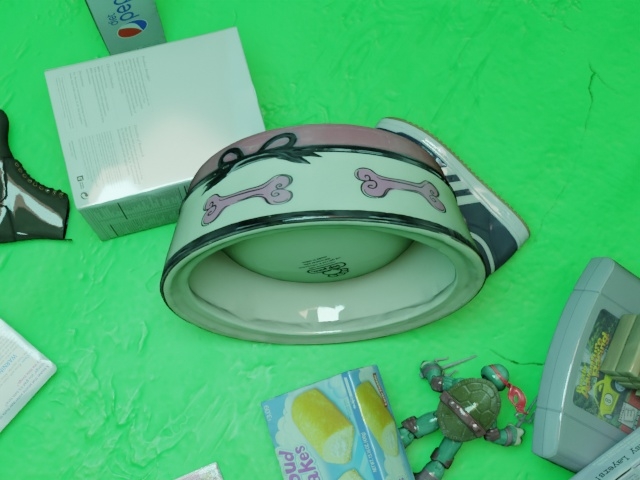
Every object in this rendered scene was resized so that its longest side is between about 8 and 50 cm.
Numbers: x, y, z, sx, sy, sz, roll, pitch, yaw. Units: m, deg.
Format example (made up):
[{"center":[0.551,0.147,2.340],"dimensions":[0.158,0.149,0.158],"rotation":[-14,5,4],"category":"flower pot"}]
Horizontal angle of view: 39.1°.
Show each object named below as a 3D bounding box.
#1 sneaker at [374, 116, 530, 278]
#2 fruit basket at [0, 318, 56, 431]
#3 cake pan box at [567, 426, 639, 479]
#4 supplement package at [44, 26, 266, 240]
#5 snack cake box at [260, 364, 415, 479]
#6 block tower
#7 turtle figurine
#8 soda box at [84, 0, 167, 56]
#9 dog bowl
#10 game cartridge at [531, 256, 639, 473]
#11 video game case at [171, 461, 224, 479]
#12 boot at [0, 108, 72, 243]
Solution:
[{"center":[0.158,-0.046,1.320],"dimensions":[0.282,0.099,0.153],"rotation":[41,76,2],"category":"sneaker"},{"center":[-0.598,0.179,1.213],"dimensions":[0.353,0.165,0.327],"rotation":[43,78,-11],"category":"fruit basket"},{"center":[0.429,0.401,1.215],"dimensions":[0.266,0.070,0.246],"rotation":[-34,108,-9],"category":"cake pan box"},{"center":[-0.216,-0.142,1.263],"dimensions":[0.262,0.198,0.199],"rotation":[-15,79,-7],"category":"supplement package"},{"center":[0.037,0.316,1.204],"dimensions":[0.152,0.089,0.264],"rotation":[-24,78,27],"category":"snack cake box"},{"center":[0.545,0.226,1.236],"dimensions":[0.335,0.091,0.097],"rotation":[33,73,-16],"category":"block tower"},{"center":[0.194,0.237,1.256],"dimensions":[0.234,0.118,0.175],"rotation":[-43,73,-1],"category":"turtle figurine"},{"center":[-0.290,-0.358,1.259],"dimensions":[0.091,0.286,0.098],"rotation":[-24,80,-7],"category":"soda box"},{"center":[0.000,0.000,1.161],"dimensions":[0.407,0.408,0.150],"rotation":[-2,64,-4],"category":"dog bowl"},{"center":[0.397,0.183,1.264],"dimensions":[0.196,0.060,0.294],"rotation":[28,76,-28],"category":"game cartridge"},{"center":[-0.163,0.381,1.249],"dimensions":[0.087,0.011,0.122],"rotation":[-22,80,-8],"category":"video game case"},{"center":[-0.426,-0.092,1.309],"dimensions":[0.137,0.077,0.198],"rotation":[2,91,-8],"category":"boot"}]
